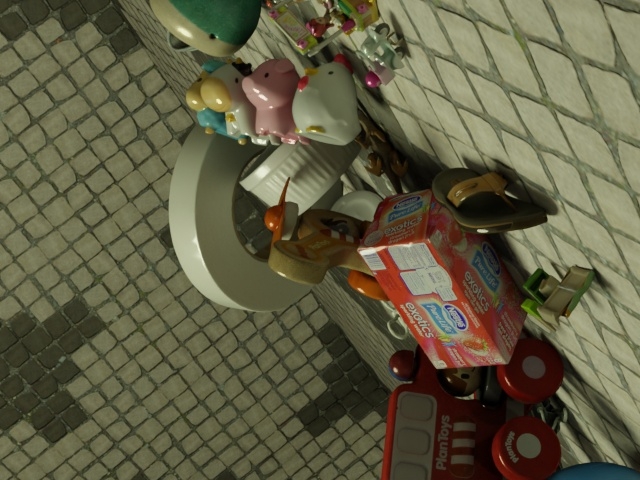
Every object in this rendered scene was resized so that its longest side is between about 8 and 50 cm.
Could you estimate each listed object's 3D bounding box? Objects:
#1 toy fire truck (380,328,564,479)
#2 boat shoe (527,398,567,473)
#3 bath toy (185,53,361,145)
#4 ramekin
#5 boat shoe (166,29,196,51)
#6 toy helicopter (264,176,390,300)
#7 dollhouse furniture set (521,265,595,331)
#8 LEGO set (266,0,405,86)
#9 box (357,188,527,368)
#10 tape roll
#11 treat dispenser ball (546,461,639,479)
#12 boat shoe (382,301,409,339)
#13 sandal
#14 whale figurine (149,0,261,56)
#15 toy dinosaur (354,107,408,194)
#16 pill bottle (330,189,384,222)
[{"bbox_3d":[0.226,0.263,1.781,0.254,0.302,0.169,10,155,-6],"label":"toy fire truck"},{"bbox_3d":[0.372,0.313,1.999,0.306,0.105,0.113,59,176,-9],"label":"boat shoe"},{"bbox_3d":[-0.068,-0.218,1.737,0.151,0.129,0.348,17,175,-37],"label":"bath toy"},{"bbox_3d":[-0.027,-0.134,1.920,0.109,0.207,0.207,44,174,-9],"label":"ramekin"},{"bbox_3d":[-0.238,-0.419,2.199,0.118,0.103,0.320,53,173,-10],"label":"boat shoe"},{"bbox_3d":[0.000,0.000,1.702,0.235,0.140,0.355,26,-164,14],"label":"toy helicopter"},{"bbox_3d":[0.301,0.075,1.415,0.058,0.076,0.152,40,177,-11],"label":"dollhouse furniture set"},{"bbox_3d":[-0.019,-0.288,1.450,0.287,0.107,0.132,44,170,45],"label":"LEGO set"},{"bbox_3d":[0.182,0.057,1.662,0.128,0.122,0.257,-9,128,39],"label":"box"},{"bbox_3d":[-0.107,-0.065,2.067,0.072,0.392,0.392,5,141,40],"label":"tape roll"},{"bbox_3d":[0.425,0.481,1.741,0.288,0.288,0.288,51,173,9],"label":"treat dispenser ball"},{"bbox_3d":[0.171,0.100,1.980,0.136,0.156,0.367,51,172,12],"label":"boat shoe"},{"bbox_3d":[0.198,-0.060,1.407,0.219,0.090,0.060,-127,24,-64],"label":"sandal"},{"bbox_3d":[-0.182,-0.418,1.831,0.216,0.141,0.272,24,-145,-36],"label":"whale figurine"},{"bbox_3d":[0.105,-0.119,1.780,0.112,0.064,0.211,-93,-22,-68],"label":"toy dinosaur"},{"bbox_3d":[0.088,-0.004,2.170,0.112,0.112,0.186,48,171,30],"label":"pill bottle"}]
